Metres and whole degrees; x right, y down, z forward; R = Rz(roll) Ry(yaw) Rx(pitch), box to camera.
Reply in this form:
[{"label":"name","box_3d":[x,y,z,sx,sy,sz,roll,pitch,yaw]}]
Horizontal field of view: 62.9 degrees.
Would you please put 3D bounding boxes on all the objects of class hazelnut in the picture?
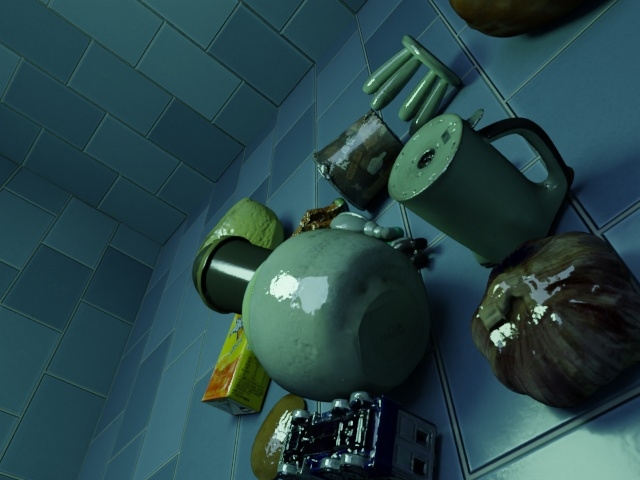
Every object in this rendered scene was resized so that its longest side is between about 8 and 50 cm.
[{"label":"hazelnut","box_3d":[0.451,-0.626,1.138,0.366,0.365,0.366,-43,27,28]}]

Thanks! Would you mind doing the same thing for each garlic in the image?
[{"label":"garlic","box_3d":[0.306,0.091,0.707,0.245,0.160,0.245,-42,27,27]}]

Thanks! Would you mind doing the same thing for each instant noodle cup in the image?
[{"label":"instant noodle cup","box_3d":[0.120,-0.223,1.416,0.207,0.217,0.218,-42,27,15]}]

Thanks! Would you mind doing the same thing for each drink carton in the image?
[{"label":"drink carton","box_3d":[-0.195,0.297,1.466,0.154,0.111,0.352,-27,37,46]}]

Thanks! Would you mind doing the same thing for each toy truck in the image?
[{"label":"toy truck","box_3d":[0.052,0.354,0.876,0.268,0.155,0.125,-34,32,47]}]

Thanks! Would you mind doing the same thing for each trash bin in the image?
[{"label":"trash bin","box_3d":[-0.201,0.103,1.378,0.333,0.214,0.214,15,71,36]}]

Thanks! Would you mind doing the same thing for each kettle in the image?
[{"label":"kettle","box_3d":[0.278,-0.091,0.869,0.240,0.255,0.165,-47,23,25]}]

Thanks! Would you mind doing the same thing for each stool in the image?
[{"label":"stool","box_3d":[0.245,-0.425,1.432,0.199,0.195,0.195,-47,25,23]}]

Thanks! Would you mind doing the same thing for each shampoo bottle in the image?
[{"label":"shampoo bottle","box_3d":[0.029,0.137,0.979,0.317,0.322,0.323,-9,51,52]}]

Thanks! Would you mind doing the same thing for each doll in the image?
[{"label":"doll","box_3d":[0.109,0.015,1.184,0.258,0.153,0.195,-40,56,41]}]

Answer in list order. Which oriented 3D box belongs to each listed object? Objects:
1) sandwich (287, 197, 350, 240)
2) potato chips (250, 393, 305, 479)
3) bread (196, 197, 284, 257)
[{"label":"sandwich","box_3d":[0.012,-0.001,1.374,0.235,0.159,0.079,-58,25,11]},{"label":"potato chips","box_3d":[-0.104,0.438,1.195,0.150,0.049,0.202,4,58,58]},{"label":"bread","box_3d":[-0.271,0.021,1.827,0.320,0.237,0.320,-47,11,11]}]
